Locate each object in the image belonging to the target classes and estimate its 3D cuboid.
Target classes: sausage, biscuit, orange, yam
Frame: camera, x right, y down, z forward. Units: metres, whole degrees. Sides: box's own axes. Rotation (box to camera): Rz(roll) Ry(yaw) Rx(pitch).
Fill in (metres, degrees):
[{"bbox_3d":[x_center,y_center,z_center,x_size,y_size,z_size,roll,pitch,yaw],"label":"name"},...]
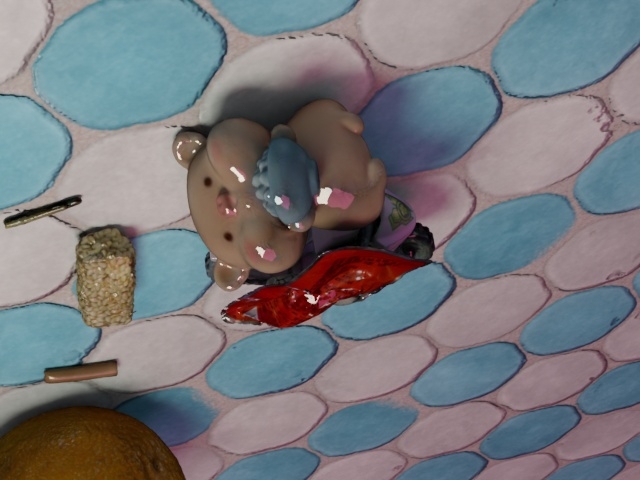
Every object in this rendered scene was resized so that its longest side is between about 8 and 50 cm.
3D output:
[{"bbox_3d":[-0.373,0.205,2.070,0.116,0.026,0.026,-5,145,-19],"label":"sausage"},{"bbox_3d":[-0.297,0.053,1.838,0.082,0.070,0.168,-12,145,-17],"label":"biscuit"},{"bbox_3d":[-0.399,0.430,2.133,0.357,0.322,0.322,-23,148,23],"label":"orange"},{"bbox_3d":[-0.360,-0.036,1.722,0.107,0.014,0.014,-18,148,-1],"label":"yam"}]

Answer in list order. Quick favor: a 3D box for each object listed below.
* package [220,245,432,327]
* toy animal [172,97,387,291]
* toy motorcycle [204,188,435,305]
[{"bbox_3d":[-0.004,0.067,1.742,0.194,0.071,0.269,-6,170,-46],"label":"package"},{"bbox_3d":[-0.043,-0.076,1.671,0.221,0.210,0.229,-22,180,-41],"label":"toy animal"},{"bbox_3d":[0.000,0.000,1.845,0.327,0.143,0.188,-5,154,-3],"label":"toy motorcycle"}]
